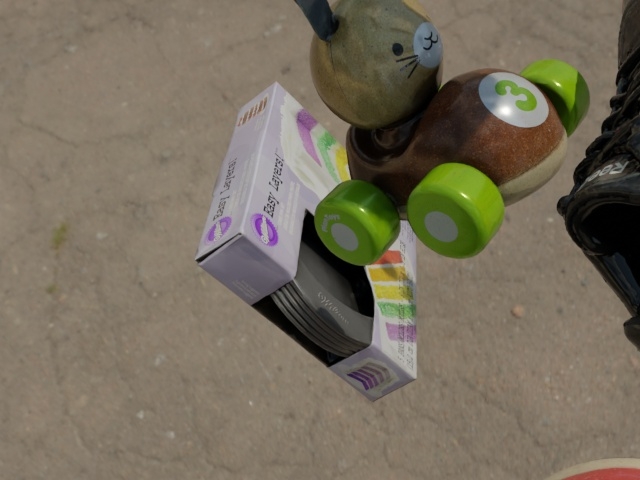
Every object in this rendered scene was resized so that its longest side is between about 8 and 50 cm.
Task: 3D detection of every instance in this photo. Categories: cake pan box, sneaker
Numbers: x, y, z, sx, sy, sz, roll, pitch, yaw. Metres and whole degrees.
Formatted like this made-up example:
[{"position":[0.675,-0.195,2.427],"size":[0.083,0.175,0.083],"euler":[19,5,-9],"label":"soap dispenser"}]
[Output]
[{"position":[0.000,0.000,0.907],"size":[0.070,0.245,0.267],"euler":[-34,28,30],"label":"cake pan box"},{"position":[0.187,-0.051,0.458],"size":[0.135,0.098,0.276],"euler":[5,61,-13],"label":"sneaker"}]

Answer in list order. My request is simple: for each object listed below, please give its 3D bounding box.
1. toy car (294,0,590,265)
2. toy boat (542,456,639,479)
[{"position":[0.052,-0.105,0.537],"size":[0.149,0.188,0.155],"euler":[-6,31,46],"label":"toy car"},{"position":[0.169,0.214,0.404],"size":[0.231,0.151,0.151],"euler":[39,110,13],"label":"toy boat"}]
